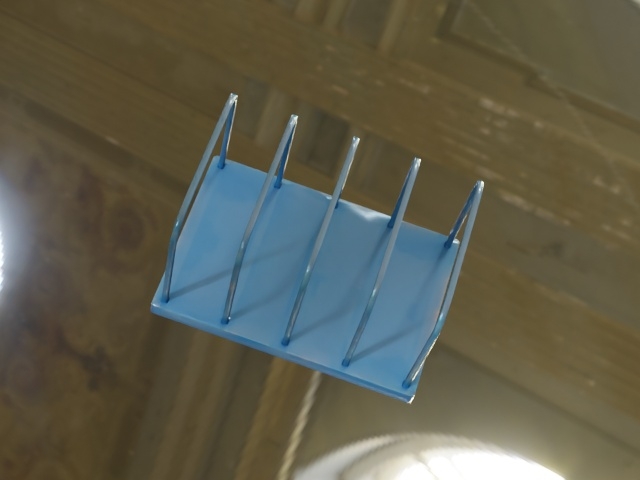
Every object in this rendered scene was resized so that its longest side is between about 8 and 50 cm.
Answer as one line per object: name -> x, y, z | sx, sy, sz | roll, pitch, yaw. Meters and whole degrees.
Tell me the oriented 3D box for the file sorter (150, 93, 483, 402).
file sorter -> 0.000, 0.000, 0.829 | 0.104, 0.170, 0.118 | 108, -178, -59
